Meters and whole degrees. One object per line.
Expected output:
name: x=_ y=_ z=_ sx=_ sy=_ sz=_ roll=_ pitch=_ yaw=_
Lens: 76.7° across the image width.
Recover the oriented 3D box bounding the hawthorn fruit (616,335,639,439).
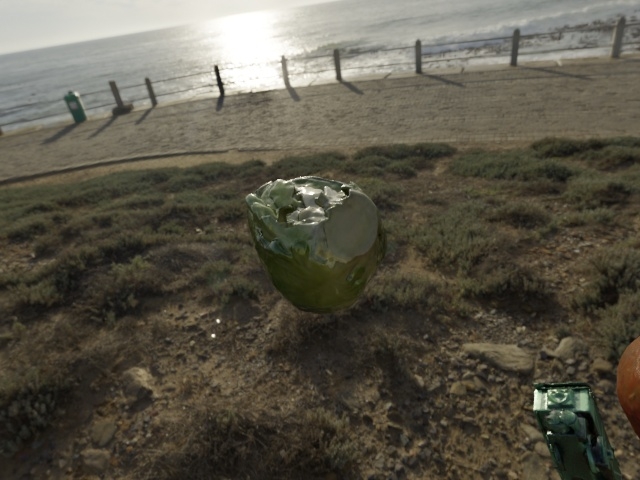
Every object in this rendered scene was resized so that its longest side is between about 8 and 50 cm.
hawthorn fruit: x=0.440 y=0.188 z=0.461 sx=0.251 sy=0.200 sz=0.199 roll=9 pitch=17 yaw=-35

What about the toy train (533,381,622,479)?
toy train: x=0.489 y=0.404 z=0.752 sx=0.115 sy=0.270 sz=0.154 roll=-17 pitch=15 yaw=37

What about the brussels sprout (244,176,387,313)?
brussels sprout: x=0.000 y=0.000 z=0.890 sx=0.275 sy=0.315 sz=0.371 roll=-30 pitch=17 yaw=-16
